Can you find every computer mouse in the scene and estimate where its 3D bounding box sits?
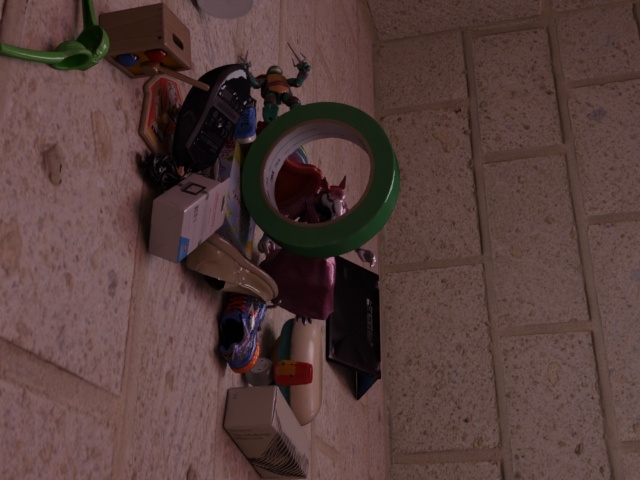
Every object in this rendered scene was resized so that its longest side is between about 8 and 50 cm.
[{"bbox_3d":[-0.223,-0.206,1.468,0.272,0.072,0.188,-61,154,-8],"label":"computer mouse"}]

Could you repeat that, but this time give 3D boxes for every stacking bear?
[{"bbox_3d":[-0.104,-0.203,1.949,0.175,0.164,0.289,28,28,-20],"label":"stacking bear"}]

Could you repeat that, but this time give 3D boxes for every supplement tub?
[{"bbox_3d":[-0.199,-0.591,1.736,0.144,0.144,0.199,54,32,-65],"label":"supplement tub"}]

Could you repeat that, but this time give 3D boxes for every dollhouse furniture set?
[{"bbox_3d":[-0.132,0.167,1.806,0.114,0.081,0.090,-36,119,-75],"label":"dollhouse furniture set"}]

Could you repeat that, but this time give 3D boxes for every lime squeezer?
[{"bbox_3d":[-0.350,-0.290,1.149,0.310,0.059,0.109,-77,157,-53],"label":"lime squeezer"}]

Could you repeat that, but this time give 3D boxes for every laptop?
[{"bbox_3d":[0.082,0.304,2.806,0.408,0.236,0.381,27,52,-40],"label":"laptop"}]

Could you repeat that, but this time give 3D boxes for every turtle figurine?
[{"bbox_3d":[-0.103,-0.380,1.983,0.118,0.175,0.234,81,-5,-52],"label":"turtle figurine"}]

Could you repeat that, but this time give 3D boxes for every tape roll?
[{"bbox_3d":[0.000,-0.126,1.671,0.077,0.321,0.321,52,34,-66],"label":"tape roll"}]

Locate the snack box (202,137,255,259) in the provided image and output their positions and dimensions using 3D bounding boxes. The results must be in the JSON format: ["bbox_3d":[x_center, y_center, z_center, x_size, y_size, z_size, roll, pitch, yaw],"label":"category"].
[{"bbox_3d":[-0.190,-0.080,1.704,0.174,0.070,0.207,68,21,-49],"label":"snack box"}]

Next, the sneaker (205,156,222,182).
[{"bbox_3d":[-0.229,-0.169,1.611,0.052,0.058,0.135,91,-11,-83],"label":"sneaker"}]

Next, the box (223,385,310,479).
[{"bbox_3d":[-0.108,0.415,1.738,0.275,0.113,0.094,66,23,-49],"label":"box"}]

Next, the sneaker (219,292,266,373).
[{"bbox_3d":[-0.166,0.159,1.685,0.087,0.083,0.221,51,30,-52],"label":"sneaker"}]

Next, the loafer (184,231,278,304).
[{"bbox_3d":[-0.180,0.062,1.600,0.092,0.102,0.268,-51,138,-5],"label":"loafer"}]

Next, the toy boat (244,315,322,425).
[{"bbox_3d":[-0.078,0.304,1.901,0.318,0.148,0.267,53,38,-79],"label":"toy boat"}]

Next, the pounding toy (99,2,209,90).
[{"bbox_3d":[-0.269,-0.307,1.336,0.141,0.130,0.100,35,50,-73],"label":"pounding toy"}]

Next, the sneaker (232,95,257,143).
[{"bbox_3d":[-0.176,-0.284,1.874,0.152,0.058,0.084,-82,167,-59],"label":"sneaker"}]

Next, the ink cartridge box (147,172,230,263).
[{"bbox_3d":[-0.227,-0.047,1.423,0.180,0.060,0.104,-49,155,-60],"label":"ink cartridge box"}]

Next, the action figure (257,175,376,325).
[{"bbox_3d":[0.000,0.000,1.842,0.275,0.248,0.370,-70,-179,-59],"label":"action figure"}]

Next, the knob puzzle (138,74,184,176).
[{"bbox_3d":[-0.273,-0.225,1.503,0.213,0.030,0.213,-6,90,-77],"label":"knob puzzle"}]
